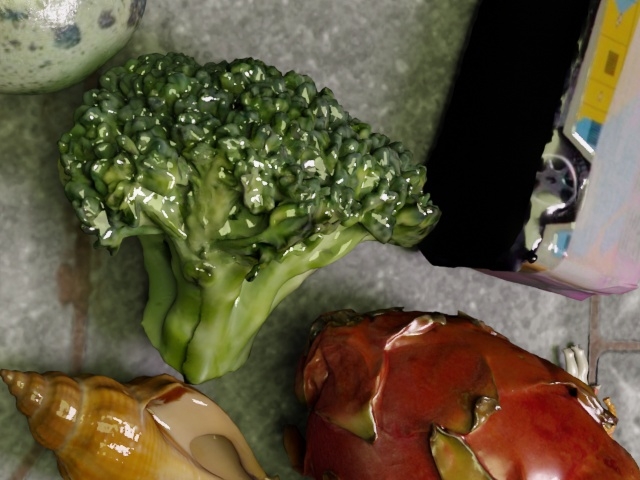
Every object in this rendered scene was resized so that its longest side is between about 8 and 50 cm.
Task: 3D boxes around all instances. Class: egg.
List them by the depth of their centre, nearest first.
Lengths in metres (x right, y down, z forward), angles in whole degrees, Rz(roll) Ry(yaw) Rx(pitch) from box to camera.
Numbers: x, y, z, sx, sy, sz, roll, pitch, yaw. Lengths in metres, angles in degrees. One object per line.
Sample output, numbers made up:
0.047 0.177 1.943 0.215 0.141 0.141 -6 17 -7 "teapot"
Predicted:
-0.216 -0.179 0.955 0.182 0.141 0.141 -10 94 -32 "egg"

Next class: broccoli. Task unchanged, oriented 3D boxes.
-0.064 -0.020 0.996 0.288 0.248 0.245 28 113 -2 "broccoli"

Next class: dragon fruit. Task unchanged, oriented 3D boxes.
0.119 0.183 1.038 0.315 0.250 0.250 29 80 -30 "dragon fruit"

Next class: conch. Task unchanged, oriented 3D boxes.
-0.125 0.176 1.028 0.330 0.093 0.109 38 58 -38 "conch"

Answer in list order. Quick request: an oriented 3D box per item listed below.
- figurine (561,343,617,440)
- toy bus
0.247 0.152 1.189 0.064 0.047 0.109 -9 87 -44 "figurine"
0.230 -0.140 1.124 0.162 0.171 0.386 21 82 -30 "toy bus"
